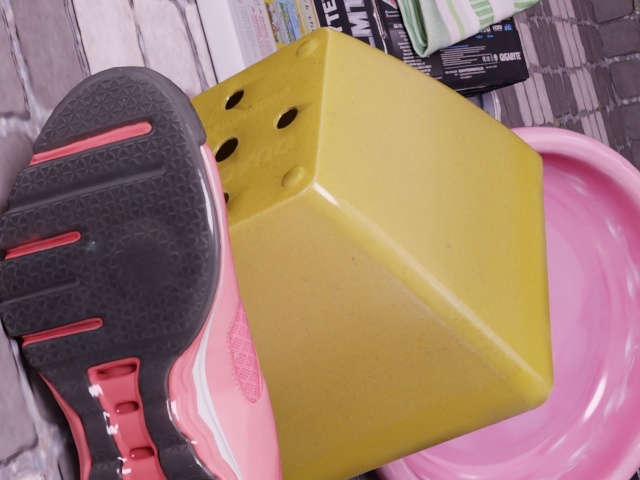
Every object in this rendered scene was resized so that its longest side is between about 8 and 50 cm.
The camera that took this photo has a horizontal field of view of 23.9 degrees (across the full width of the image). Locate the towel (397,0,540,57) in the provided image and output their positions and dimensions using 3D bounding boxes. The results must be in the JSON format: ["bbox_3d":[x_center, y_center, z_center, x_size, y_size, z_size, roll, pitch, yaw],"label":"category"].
[{"bbox_3d":[0.133,-0.323,1.429,0.325,0.038,0.248,-31,105,-56],"label":"towel"}]

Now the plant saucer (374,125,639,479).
[{"bbox_3d":[0.150,0.073,1.218,0.332,0.084,0.332,-3,97,-30],"label":"plant saucer"}]

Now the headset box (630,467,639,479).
[{"bbox_3d":[0.311,0.262,1.440,0.131,0.283,0.246,-72,143,-57],"label":"headset box"}]

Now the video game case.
[{"bbox_3d":[-0.038,-0.150,1.167,0.206,0.026,0.227,-14,88,-70],"label":"video game case"}]

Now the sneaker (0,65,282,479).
[{"bbox_3d":[-0.086,0.067,0.797,0.136,0.115,0.314,-21,103,-81],"label":"sneaker"}]

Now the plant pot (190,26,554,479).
[{"bbox_3d":[0.000,0.000,0.922,0.187,0.212,0.212,45,34,-33],"label":"plant pot"}]

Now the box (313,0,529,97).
[{"bbox_3d":[0.080,-0.276,1.428,0.295,0.073,0.293,-17,92,-58],"label":"box"}]

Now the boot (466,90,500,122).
[{"bbox_3d":[0.149,-0.117,1.587,0.086,0.069,0.190,47,35,-58],"label":"boot"}]
